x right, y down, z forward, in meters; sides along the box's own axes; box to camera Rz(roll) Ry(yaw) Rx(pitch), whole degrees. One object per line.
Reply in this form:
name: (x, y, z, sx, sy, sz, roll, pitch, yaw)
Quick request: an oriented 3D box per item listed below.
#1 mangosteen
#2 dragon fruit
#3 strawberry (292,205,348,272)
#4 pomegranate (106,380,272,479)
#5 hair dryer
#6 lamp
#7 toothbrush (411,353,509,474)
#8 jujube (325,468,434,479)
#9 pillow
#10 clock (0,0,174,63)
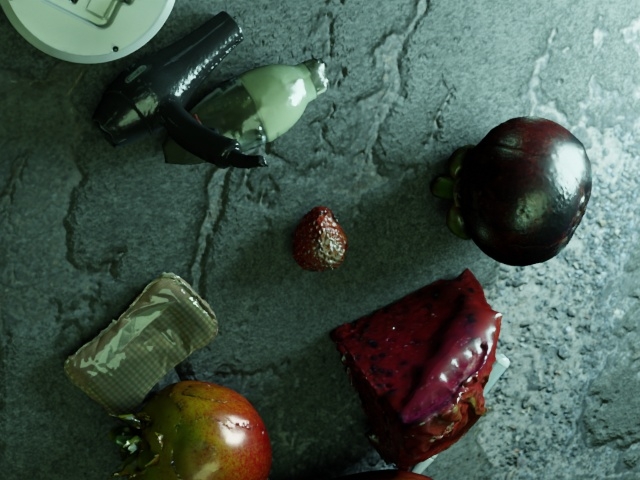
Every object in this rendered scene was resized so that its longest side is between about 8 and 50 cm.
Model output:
mangosteen: (0.279, -0.078, 1.773, 0.216, 0.216, 0.216, -6, 109, -18)
dragon fruit: (0.121, 0.216, 1.774, 0.240, 0.330, 0.302, 11, 107, 0)
strawberry: (0.000, 0.000, 1.757, 0.083, 0.083, 0.096, 4, 98, -21)
pomegranate: (-0.181, 0.297, 1.722, 0.235, 0.210, 0.210, 13, 103, -30)
hair dryer: (-0.136, -0.161, 1.568, 0.235, 0.271, 0.091, -41, 148, -12)
lamp: (-0.100, -0.170, 1.652, 0.250, 0.101, 0.101, -27, 114, -8)
toothbrush: (0.190, 0.321, 1.959, 0.030, 0.025, 0.342, 32, 95, -32)
jujube: (0.053, 0.449, 1.846, 0.318, 0.223, 0.223, -3, 109, -2)
pillow: (-0.248, 0.147, 1.742, 0.211, 0.034, 0.135, -44, 114, -3)
clock: (-0.292, -0.336, 1.539, 0.230, 0.083, 0.230, -7, 112, -18)
